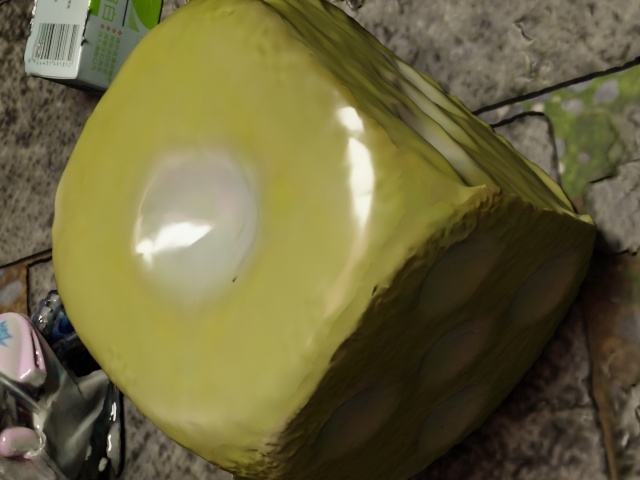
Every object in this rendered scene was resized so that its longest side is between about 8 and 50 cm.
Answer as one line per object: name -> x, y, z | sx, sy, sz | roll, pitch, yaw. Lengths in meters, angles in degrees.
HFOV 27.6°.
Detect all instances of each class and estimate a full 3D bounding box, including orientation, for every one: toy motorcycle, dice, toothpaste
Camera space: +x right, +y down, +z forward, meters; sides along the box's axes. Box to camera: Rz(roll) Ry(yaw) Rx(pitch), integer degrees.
toy motorcycle -> -0.237, 0.150, 0.951 | 0.108, 0.204, 0.239 | -9, 80, 23
dice -> 0.000, 0.000, 0.785 | 0.238, 0.233, 0.227 | 46, 110, 33
toothpaste -> -0.160, -0.287, 1.040 | 0.067, 0.081, 0.336 | 9, 88, 36
